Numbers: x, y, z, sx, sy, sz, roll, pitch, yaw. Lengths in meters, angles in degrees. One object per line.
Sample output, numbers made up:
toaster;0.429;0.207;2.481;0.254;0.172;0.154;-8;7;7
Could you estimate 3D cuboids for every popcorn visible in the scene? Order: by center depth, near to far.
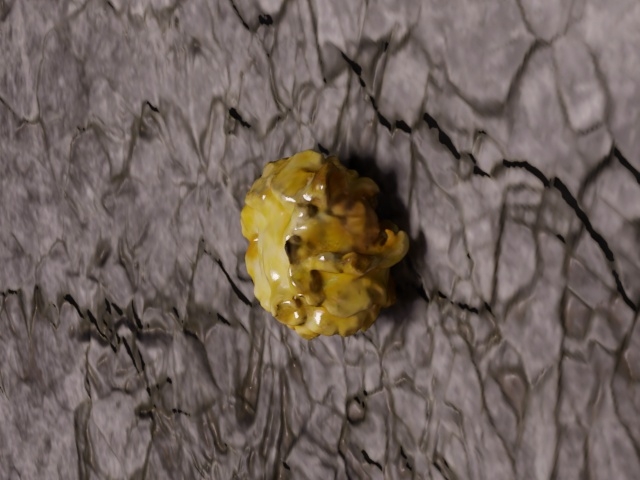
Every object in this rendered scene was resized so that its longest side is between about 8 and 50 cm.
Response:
popcorn;0.000;0.000;0.782;0.083;0.057;0.082;103;148;-41
